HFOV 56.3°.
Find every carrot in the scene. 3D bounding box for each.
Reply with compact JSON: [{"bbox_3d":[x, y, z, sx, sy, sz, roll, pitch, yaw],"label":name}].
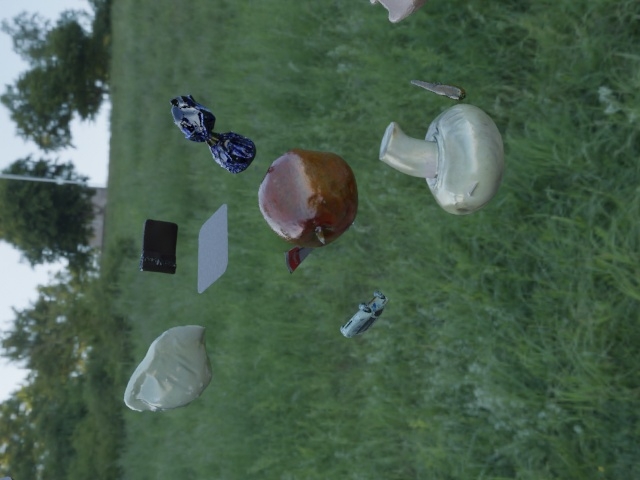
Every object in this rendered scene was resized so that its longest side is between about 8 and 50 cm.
[{"bbox_3d":[0.386,-0.506,1.982,0.254,0.049,0.049,33,124,47],"label":"carrot"}]

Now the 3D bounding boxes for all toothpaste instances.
[{"bbox_3d":[0.000,0.000,1.855,0.301,0.048,0.075,-34,-25,-36],"label":"toothpaste"}]

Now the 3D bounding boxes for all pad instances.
[{"bbox_3d":[-0.338,0.024,1.873,0.176,0.002,0.266,-39,43,36],"label":"pad"}]

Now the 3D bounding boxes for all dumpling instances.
[{"bbox_3d":[-0.448,0.392,1.848,0.318,0.187,0.243,-28,-49,-47],"label":"dumpling"}]

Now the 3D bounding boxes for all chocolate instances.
[{"bbox_3d":[-0.343,-0.327,1.818,0.343,0.148,0.126,35,-105,-53],"label":"chocolate"}]

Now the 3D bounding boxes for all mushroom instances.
[{"bbox_3d":[0.380,-0.256,1.722,0.315,0.356,0.315,-42,-9,-9],"label":"mushroom"}]

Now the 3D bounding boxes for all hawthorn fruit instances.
[{"bbox_3d":[-0.024,-0.093,1.618,0.277,0.276,0.298,99,157,-46],"label":"hawthorn fruit"}]

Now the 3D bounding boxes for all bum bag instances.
[{"bbox_3d":[-0.480,0.018,1.785,0.026,0.109,0.160,-15,71,57],"label":"bum bag"}]

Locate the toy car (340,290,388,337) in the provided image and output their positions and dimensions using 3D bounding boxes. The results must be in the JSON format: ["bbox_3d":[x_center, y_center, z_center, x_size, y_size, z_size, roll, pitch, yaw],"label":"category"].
[{"bbox_3d":[0.114,0.191,1.509,0.095,0.056,0.205,-52,-10,23],"label":"toy car"}]

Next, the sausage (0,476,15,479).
[{"bbox_3d":[-0.514,0.411,0.933,0.094,0.059,0.054,-10,-80,-53],"label":"sausage"}]

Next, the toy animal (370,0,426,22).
[{"bbox_3d":[0.266,-0.713,1.532,0.256,0.195,0.213,-44,-11,-17],"label":"toy animal"}]
